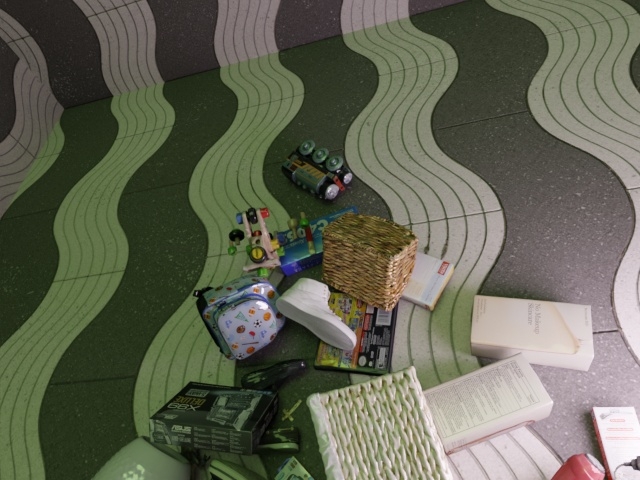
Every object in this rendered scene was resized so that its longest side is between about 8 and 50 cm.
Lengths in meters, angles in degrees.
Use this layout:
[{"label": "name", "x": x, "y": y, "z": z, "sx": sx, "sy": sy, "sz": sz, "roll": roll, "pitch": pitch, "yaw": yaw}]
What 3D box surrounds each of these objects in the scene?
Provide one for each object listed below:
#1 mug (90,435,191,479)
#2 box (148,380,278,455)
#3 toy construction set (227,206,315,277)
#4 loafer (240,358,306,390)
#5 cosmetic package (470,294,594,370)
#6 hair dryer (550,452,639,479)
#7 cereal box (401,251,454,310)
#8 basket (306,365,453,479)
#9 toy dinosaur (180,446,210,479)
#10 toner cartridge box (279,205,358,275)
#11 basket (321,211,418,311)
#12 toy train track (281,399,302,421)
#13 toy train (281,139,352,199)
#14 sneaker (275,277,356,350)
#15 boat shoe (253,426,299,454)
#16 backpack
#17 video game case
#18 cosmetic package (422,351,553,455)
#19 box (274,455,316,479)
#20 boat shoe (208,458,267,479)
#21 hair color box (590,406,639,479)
[{"label": "mug", "x": -0.545, "y": 0.738, "z": 1.279, "sx": 0.374, "sy": 0.276, "sz": 0.328, "roll": -10, "pitch": 45, "yaw": 58}, {"label": "box", "x": -0.306, "y": 0.519, "z": 1.340, "sx": 0.306, "sy": 0.242, "sz": 0.077, "roll": 2, "pitch": 98, "yaw": 12}, {"label": "toy construction set", "x": -0.163, "y": 0.033, "z": 1.615, "sx": 0.308, "sy": 0.258, "sz": 0.238, "roll": -5, "pitch": 61, "yaw": -17}, {"label": "loafer", "x": -0.148, "y": 0.446, "z": 1.470, "sx": 0.223, "sy": 0.076, "sz": 0.078, "roll": -19, "pitch": 85, "yaw": 1}, {"label": "cosmetic package", "x": 0.599, "y": 0.262, "z": 1.302, "sx": 0.309, "sy": 0.113, "sz": 0.160, "roll": 1, "pitch": 55, "yaw": 22}, {"label": "hair dryer", "x": 0.637, "y": 0.603, "z": 1.022, "sx": 0.293, "sy": 0.080, "sz": 0.224, "roll": -13, "pitch": 73, "yaw": 27}, {"label": "cereal box", "x": 0.309, "y": 0.118, "z": 1.541, "sx": 0.240, "sy": 0.047, "sz": 0.173, "roll": 23, "pitch": 66, "yaw": 31}, {"label": "basket", "x": 0.153, "y": 0.508, "z": 1.099, "sx": 0.266, "sy": 0.328, "sz": 0.332, "roll": -18, "pitch": 68, "yaw": 3}, {"label": "toy dinosaur", "x": -0.391, "y": 0.660, "z": 1.397, "sx": 0.118, "sy": 0.064, "sz": 0.268, "roll": -30, "pitch": 51, "yaw": 16}, {"label": "toner cartridge box", "x": 0.000, "y": 0.000, "z": 1.745, "sx": 0.347, "sy": 0.075, "sz": 0.165, "roll": -20, "pitch": 51, "yaw": 4}, {"label": "basket", "x": 0.170, "y": 0.057, "z": 1.543, "sx": 0.299, "sy": 0.223, "sz": 0.213, "roll": 21, "pitch": 38, "yaw": 31}, {"label": "toy train track", "x": -0.091, "y": 0.531, "z": 1.413, "sx": 0.083, "sy": 0.014, "sz": 0.048, "roll": -43, "pitch": 52, "yaw": -15}, {"label": "toy train", "x": -0.017, "y": -0.298, "z": 1.950, "sx": 0.333, "sy": 0.142, "sz": 0.190, "roll": 36, "pitch": 84, "yaw": 35}, {"label": "sneaker", "x": 0.017, "y": 0.227, "z": 1.496, "sx": 0.292, "sy": 0.108, "sz": 0.169, "roll": 31, "pitch": 42, "yaw": 12}, {"label": "boat shoe", "x": -0.174, "y": 0.597, "z": 1.355, "sx": 0.227, "sy": 0.081, "sz": 0.069, "roll": -4, "pitch": 50, "yaw": 9}, {"label": "backpack", "x": -0.252, "y": 0.247, "z": 1.529, "sx": 0.263, "sy": 0.277, "sz": 0.213, "roll": -32, "pitch": 33, "yaw": -23}, {"label": "video game case", "x": 0.122, "y": 0.303, "z": 1.496, "sx": 0.248, "sy": 0.035, "sz": 0.275, "roll": 0, "pitch": 55, "yaw": 20}, {"label": "cosmetic package", "x": 0.440, "y": 0.441, "z": 1.213, "sx": 0.295, "sy": 0.129, "sz": 0.153, "roll": -22, "pitch": 48, "yaw": 4}, {"label": "box", "x": -0.068, "y": 0.683, "z": 1.281, "sx": 0.136, "sy": 0.028, "sz": 0.081, "roll": 33, "pitch": 71, "yaw": 34}, {"label": "boat shoe", "x": -0.120, "y": 0.744, "z": 1.146, "sx": 0.499, "sy": 0.187, "sz": 0.156, "roll": 29, "pitch": 73, "yaw": 25}, {"label": "hair color box", "x": 0.738, "y": 0.500, "z": 1.107, "sx": 0.092, "sy": 0.053, "sz": 0.167, "roll": -7, "pitch": 54, "yaw": 17}]
